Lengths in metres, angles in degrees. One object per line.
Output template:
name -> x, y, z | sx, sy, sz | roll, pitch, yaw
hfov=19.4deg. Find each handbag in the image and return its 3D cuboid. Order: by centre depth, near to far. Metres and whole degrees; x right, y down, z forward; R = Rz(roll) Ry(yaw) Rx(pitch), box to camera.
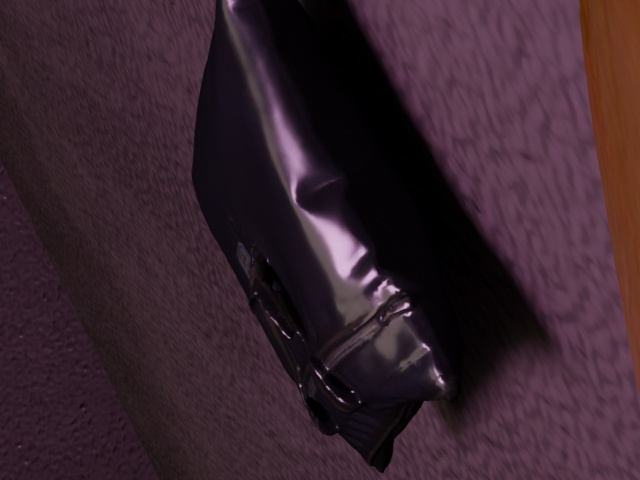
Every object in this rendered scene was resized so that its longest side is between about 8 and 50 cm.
handbag -> 0.000, 0.000, 0.868 | 0.254, 0.089, 0.211 | 107, 139, -74

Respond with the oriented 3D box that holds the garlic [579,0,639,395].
garlic -> 0.122, 0.008, 0.376 | 0.217, 0.110, 0.228 | -118, 16, -66
